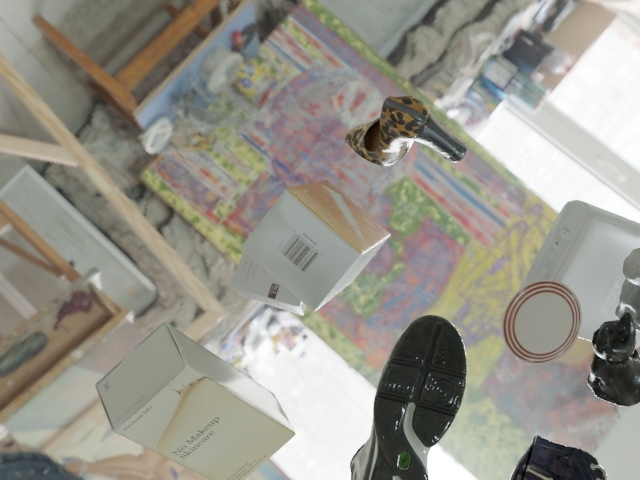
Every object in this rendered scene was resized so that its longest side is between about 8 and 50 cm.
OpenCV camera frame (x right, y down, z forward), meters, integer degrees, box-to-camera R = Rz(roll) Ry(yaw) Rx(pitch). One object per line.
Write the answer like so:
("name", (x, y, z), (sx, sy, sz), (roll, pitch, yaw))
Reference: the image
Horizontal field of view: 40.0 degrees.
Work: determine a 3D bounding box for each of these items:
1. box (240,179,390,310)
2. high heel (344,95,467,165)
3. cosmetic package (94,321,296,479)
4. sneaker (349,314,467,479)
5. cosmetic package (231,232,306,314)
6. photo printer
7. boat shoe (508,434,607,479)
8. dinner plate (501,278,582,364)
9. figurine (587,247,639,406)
("box", (0.000, 0.000, 1.986), (0.168, 0.215, 0.345), (-51, 174, 15))
("high heel", (0.093, -0.195, 1.446), (0.186, 0.261, 0.093), (29, 78, -43))
("cosmetic package", (-0.198, 0.279, 1.444), (0.160, 0.113, 0.309), (-42, 136, 6))
("sneaker", (0.139, 0.359, 1.727), (0.257, 0.169, 0.447), (171, -65, -76))
("cosmetic package", (-0.111, 0.088, 2.267), (0.151, 0.184, 0.151), (72, 34, -76))
("photo printer", (0.562, 0.079, 1.713), (0.256, 0.307, 0.107), (-65, -154, 15))
("boat shoe", (0.524, 0.489, 1.657), (0.127, 0.340, 0.158), (72, 40, -77))
("dinner plate", (0.356, 0.131, 1.408), (0.017, 0.141, 0.141), (29, 104, -42))
("figurine", (0.476, 0.120, 1.339), (0.215, 0.092, 0.209), (-62, 151, -19))
